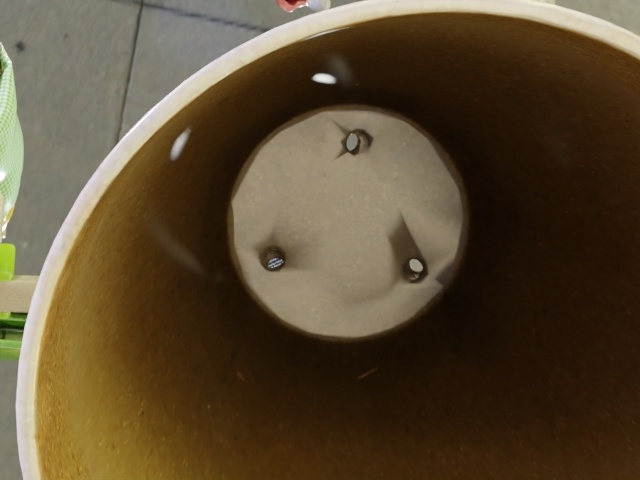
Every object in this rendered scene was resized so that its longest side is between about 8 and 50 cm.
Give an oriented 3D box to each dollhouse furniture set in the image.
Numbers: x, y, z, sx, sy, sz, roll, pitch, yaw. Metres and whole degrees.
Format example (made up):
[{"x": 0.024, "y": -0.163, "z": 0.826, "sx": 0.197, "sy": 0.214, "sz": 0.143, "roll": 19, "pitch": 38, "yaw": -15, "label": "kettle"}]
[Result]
[{"x": -0.302, "y": -0.044, "z": 1.341, "sx": 0.151, "sy": 0.301, "sz": 0.197, "roll": 4, "pitch": 147, "yaw": -14, "label": "dollhouse furniture set"}]

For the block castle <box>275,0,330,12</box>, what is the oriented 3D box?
[{"x": 0.046, "y": -0.517, "z": 1.569, "sx": 0.453, "sy": 0.303, "sz": 0.213, "roll": -43, "pitch": 69, "yaw": 8, "label": "block castle"}]

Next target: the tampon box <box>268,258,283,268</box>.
[{"x": 0.000, "y": 0.000, "z": 1.254, "sx": 0.101, "sy": 0.161, "sz": 0.120, "roll": -23, "pitch": 147, "yaw": 33, "label": "tampon box"}]

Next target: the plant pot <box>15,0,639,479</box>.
[{"x": 0.022, "y": 0.019, "z": 0.476, "sx": 0.237, "sy": 0.254, "sz": 0.237, "roll": -1, "pitch": 104, "yaw": -5, "label": "plant pot"}]

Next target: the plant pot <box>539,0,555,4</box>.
[{"x": 0.174, "y": -0.233, "z": 1.214, "sx": 0.109, "sy": 0.109, "sz": 0.096, "roll": 27, "pitch": 97, "yaw": 15, "label": "plant pot"}]
